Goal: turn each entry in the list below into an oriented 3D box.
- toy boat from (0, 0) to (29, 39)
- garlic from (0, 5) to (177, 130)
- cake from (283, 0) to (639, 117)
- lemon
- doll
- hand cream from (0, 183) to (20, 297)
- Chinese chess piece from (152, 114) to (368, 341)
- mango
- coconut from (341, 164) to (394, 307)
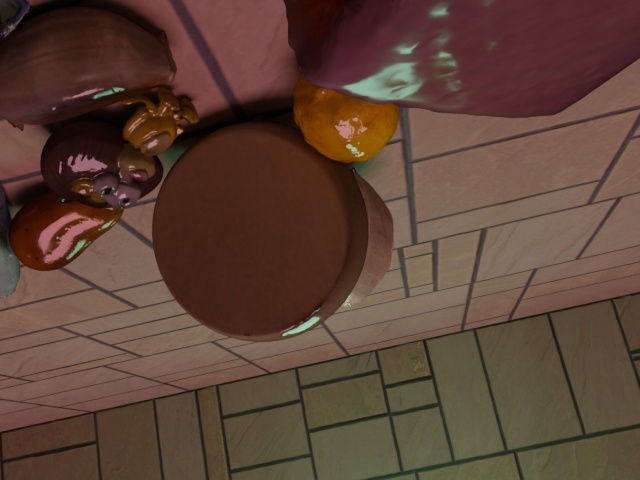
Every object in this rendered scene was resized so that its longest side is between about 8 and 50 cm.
[{"bbox_3d":[-0.302,-0.177,0.557,0.140,0.059,0.066,-10,179,-10],"label":"toy boat"},{"bbox_3d":[-0.242,-0.145,0.659,0.198,0.091,0.128,-22,172,15],"label":"garlic"},{"bbox_3d":[0.125,-0.227,0.396,0.230,0.237,0.309,2,158,-34],"label":"cake"},{"bbox_3d":[0.031,-0.143,0.775,0.114,0.114,0.155,-18,162,19],"label":"lemon"},{"bbox_3d":[-0.230,-0.099,0.792,0.145,0.096,0.188,-4,151,-44],"label":"doll"},{"bbox_3d":[-0.458,0.017,1.015,0.058,0.085,0.331,11,158,-21],"label":"hand cream"},{"bbox_3d":[-0.073,-0.011,0.862,0.273,0.273,0.102,-17,180,17],"label":"Chinese chess piece"},{"bbox_3d":[-0.346,-0.028,0.945,0.159,0.084,0.105,-38,143,6],"label":"mango"},{"bbox_3d":[0.000,0.000,1.024,0.224,0.224,0.234,-15,161,9],"label":"coconut"}]
